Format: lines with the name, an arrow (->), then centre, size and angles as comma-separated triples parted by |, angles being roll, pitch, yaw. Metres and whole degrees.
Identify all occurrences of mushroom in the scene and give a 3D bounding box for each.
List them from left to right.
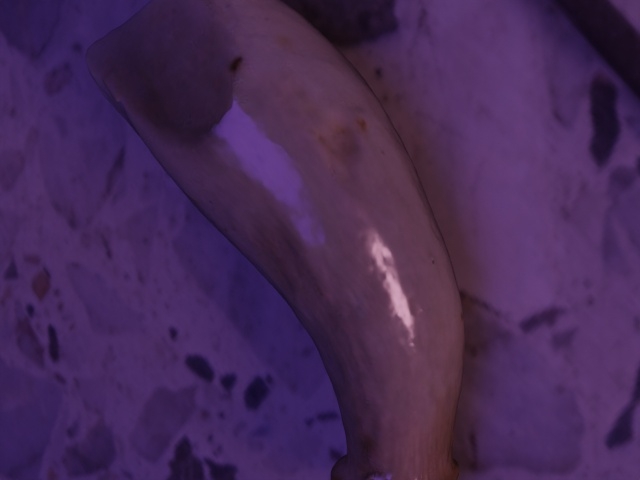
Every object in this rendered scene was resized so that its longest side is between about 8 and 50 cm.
mushroom -> 0.000, 0.000, 0.751 | 0.118, 0.103, 0.270 | -34, 82, 35
